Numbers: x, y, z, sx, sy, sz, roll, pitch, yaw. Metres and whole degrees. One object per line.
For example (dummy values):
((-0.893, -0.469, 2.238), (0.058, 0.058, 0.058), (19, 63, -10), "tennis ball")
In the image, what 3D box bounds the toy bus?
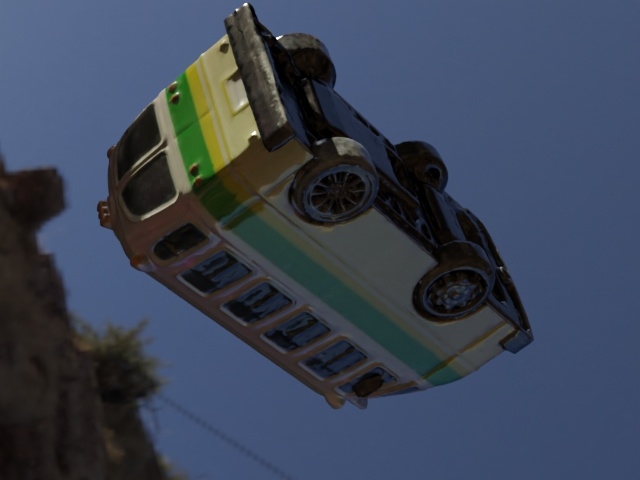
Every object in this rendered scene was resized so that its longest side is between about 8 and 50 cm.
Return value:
((0.000, 0.000, 1.155), (0.179, 0.305, 0.143), (-37, -137, 16), "toy bus")
